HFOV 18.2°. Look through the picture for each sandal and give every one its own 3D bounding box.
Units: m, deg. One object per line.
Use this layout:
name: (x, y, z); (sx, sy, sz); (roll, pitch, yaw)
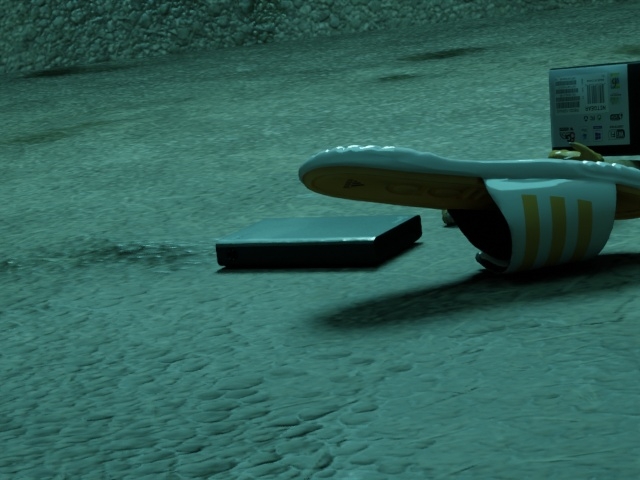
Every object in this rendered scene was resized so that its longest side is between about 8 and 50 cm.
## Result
sandal: (0.114, -0.013, 1.401); (0.265, 0.076, 0.102); (4, -14, -6)

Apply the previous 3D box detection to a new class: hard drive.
hard drive: (0.000, 0.000, 1.547); (0.135, 0.022, 0.094); (-1, 12, 26)

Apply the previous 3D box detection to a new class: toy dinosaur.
toy dinosaur: (0.201, -0.055, 1.611); (0.211, 0.064, 0.112); (-7, 9, -7)

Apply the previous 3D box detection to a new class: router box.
router box: (0.381, -0.115, 1.652); (0.243, 0.081, 0.309); (-5, 4, -36)
